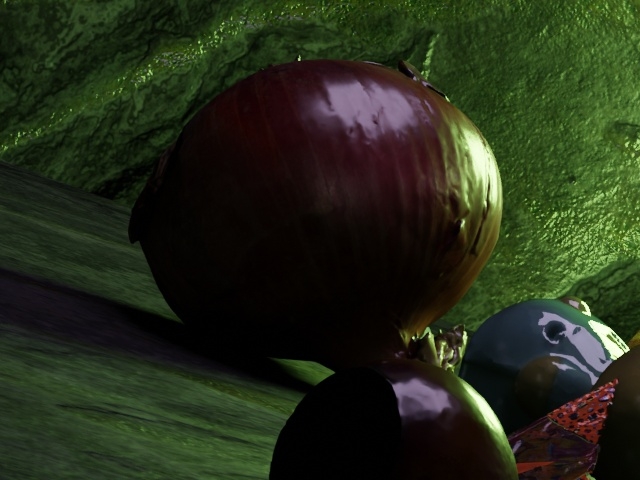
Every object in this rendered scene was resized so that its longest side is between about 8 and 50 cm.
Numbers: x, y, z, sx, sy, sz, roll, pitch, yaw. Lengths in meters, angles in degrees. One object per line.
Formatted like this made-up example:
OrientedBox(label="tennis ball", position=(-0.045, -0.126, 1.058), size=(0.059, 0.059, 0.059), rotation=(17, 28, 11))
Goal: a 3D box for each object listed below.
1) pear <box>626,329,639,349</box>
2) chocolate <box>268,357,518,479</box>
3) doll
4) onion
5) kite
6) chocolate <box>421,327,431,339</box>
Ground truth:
OrientedBox(label="pear", position=(0.395, 0.174, 2.166), size=(0.178, 0.178, 0.178), rotation=(19, 2, -1))
OrientedBox(label="chocolate", position=(0.048, 0.134, 1.084), size=(0.133, 0.127, 0.124), rotation=(37, 19, -50))
OrientedBox(label="doll", position=(0.258, 0.145, 1.686), size=(0.261, 0.161, 0.177), rotation=(18, -1, 38))
OrientedBox(label="onion", position=(-0.002, -0.027, 1.857), size=(0.354, 0.353, 0.353), rotation=(19, 2, -1))
OrientedBox(label="kite", position=(0.158, 0.169, 1.528), size=(0.125, 0.008, 0.222), rotation=(-5, 26, 19))
OrientedBox(label="chocolate", position=(0.082, 0.111, 2.159), size=(0.072, 0.072, 0.167), rotation=(20, 2, 12))
